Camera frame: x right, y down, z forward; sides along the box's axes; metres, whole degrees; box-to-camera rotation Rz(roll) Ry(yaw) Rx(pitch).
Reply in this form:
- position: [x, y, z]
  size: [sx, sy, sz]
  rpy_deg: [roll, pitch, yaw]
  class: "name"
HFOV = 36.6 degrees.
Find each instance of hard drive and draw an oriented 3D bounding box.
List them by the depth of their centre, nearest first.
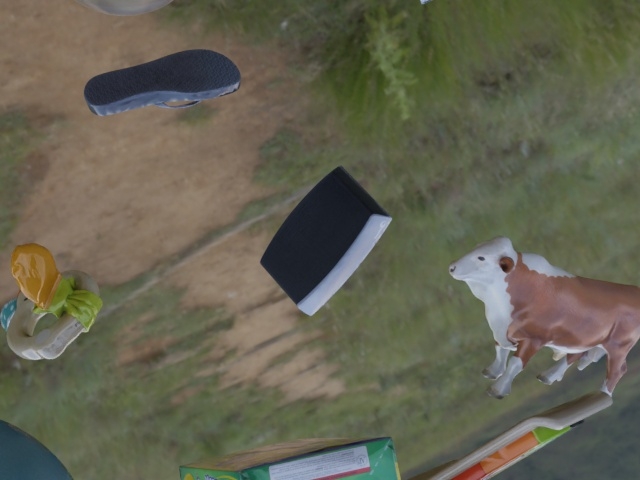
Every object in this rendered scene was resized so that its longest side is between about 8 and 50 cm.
- position: [0.000, 0.000, 1.830]
  size: [0.254, 0.172, 0.054]
  rpy_deg: [-51, 154, 19]
  class: "hard drive"

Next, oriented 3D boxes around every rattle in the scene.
- position: [-0.363, 0.058, 1.155]
  size: [0.143, 0.200, 0.130]
  rpy_deg: [33, 84, -41]
  class: "rattle"

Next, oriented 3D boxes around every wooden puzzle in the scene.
- position: [0.221, 0.255, 1.165]
  size: [0.239, 0.044, 0.221]
  rpy_deg: [-34, 162, 28]
  class: "wooden puzzle"

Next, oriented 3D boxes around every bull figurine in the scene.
- position: [0.288, 0.105, 1.226]
  size: [0.311, 0.101, 0.188]
  rpy_deg: [13, 106, -26]
  class: "bull figurine"

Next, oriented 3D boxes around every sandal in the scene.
- position: [-0.255, -0.253, 1.581]
  size: [0.255, 0.097, 0.054]
  rpy_deg: [-8, 148, 2]
  class: "sandal"

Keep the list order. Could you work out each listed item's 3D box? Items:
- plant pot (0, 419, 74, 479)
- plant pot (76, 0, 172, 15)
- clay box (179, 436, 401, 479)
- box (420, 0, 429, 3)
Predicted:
- position: [-0.369, 0.315, 0.869]
  size: [0.290, 0.290, 0.195]
  rpy_deg: [-26, -178, 0]
  class: "plant pot"
- position: [-0.228, -0.388, 1.050]
  size: [0.323, 0.323, 0.280]
  rpy_deg: [-23, 170, -7]
  class: "plant pot"
- position: [-0.037, 0.200, 0.810]
  size: [0.128, 0.053, 0.222]
  rpy_deg: [-7, 173, -23]
  class: "clay box"
- position: [0.318, -0.507, 1.656]
  size: [0.308, 0.076, 0.242]
  rpy_deg: [-18, -166, 21]
  class: "box"
